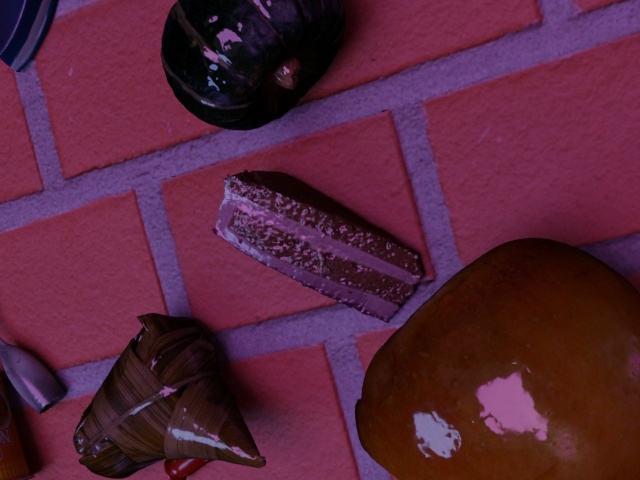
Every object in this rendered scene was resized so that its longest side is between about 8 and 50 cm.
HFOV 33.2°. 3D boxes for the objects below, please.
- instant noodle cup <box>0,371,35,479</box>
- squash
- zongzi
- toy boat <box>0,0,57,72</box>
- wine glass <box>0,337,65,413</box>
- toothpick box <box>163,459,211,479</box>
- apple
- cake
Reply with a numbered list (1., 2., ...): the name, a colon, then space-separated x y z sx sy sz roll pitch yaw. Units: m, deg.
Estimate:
1. instant noodle cup: -0.553 0.306 1.716 0.168 0.168 0.185 -15 82 24
2. squash: -0.085 -0.257 1.384 0.165 0.252 0.252 47 111 21
3. zongzi: -0.216 0.292 1.545 0.288 0.134 0.286 48 117 29
4. toy boat: -0.447 -0.403 1.630 0.096 0.061 0.299 17 102 20
5. wine glass: -0.487 0.189 1.717 0.198 0.066 0.066 47 111 10
6. toothpick box: -0.194 0.328 1.610 0.083 0.047 0.047 -38 81 23
7. apple: 0.242 0.193 1.272 0.374 0.374 0.384 52 142 10
8. cake: 0.000 0.000 1.480 0.295 0.113 0.116 29 112 6
